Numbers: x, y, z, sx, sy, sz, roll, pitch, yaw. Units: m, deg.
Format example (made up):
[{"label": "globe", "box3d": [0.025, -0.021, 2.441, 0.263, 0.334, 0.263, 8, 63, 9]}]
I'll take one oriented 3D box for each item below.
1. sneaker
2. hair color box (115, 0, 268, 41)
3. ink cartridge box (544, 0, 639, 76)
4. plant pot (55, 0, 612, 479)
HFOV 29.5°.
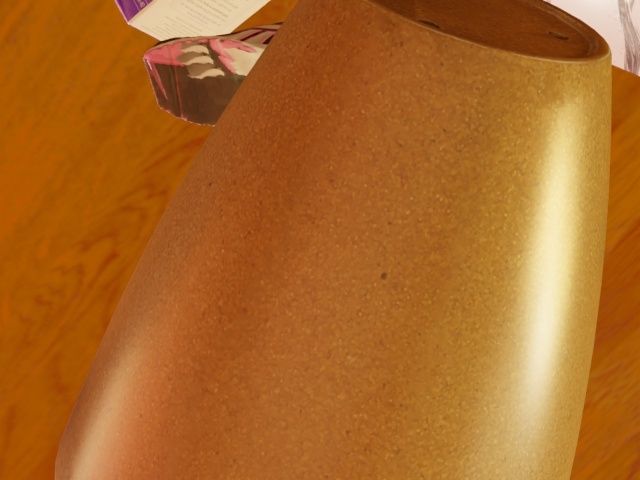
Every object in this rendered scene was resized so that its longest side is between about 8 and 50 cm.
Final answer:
[{"label": "sneaker", "box3d": [-0.047, -0.135, 0.944, 0.178, 0.077, 0.072, -1, 116, -5]}, {"label": "hair color box", "box3d": [-0.110, -0.407, 1.651, 0.339, 0.185, 0.110, -35, 70, 16]}, {"label": "ink cartridge box", "box3d": [0.365, -0.294, 1.372, 0.273, 0.197, 0.114, 29, 66, 27]}, {"label": "plant pot", "box3d": [0.023, 0.016, 0.530, 0.237, 0.237, 0.254, 26, 117, 20]}]
